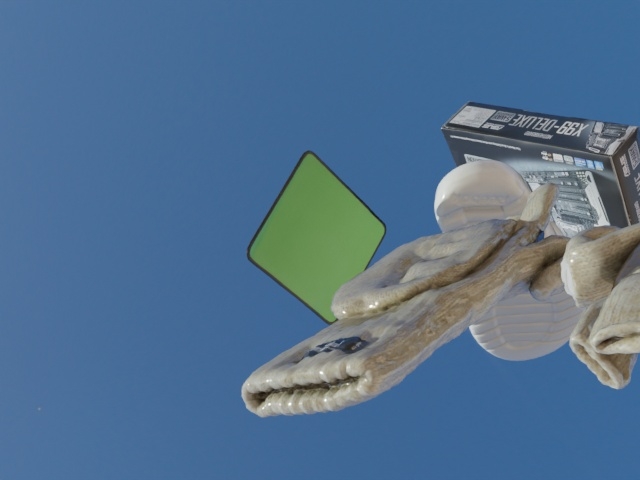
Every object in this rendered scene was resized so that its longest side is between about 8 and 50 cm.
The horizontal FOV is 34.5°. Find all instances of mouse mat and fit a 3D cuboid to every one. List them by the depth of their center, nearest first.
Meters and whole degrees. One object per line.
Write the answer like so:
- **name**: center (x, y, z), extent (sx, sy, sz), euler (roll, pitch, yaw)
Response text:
- **mouse mat**: center (0.000, 0.000, 1.253), extent (0.189, 0.007, 0.153), euler (43, -108, -42)

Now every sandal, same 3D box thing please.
- **sandal**: center (0.268, 0.022, 1.416), extent (0.169, 0.416, 0.102), euler (-10, -132, 14)

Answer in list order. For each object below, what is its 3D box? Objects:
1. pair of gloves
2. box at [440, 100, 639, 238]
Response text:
- **pair of gloves**: center (0.107, 0.013, 0.433), extent (0.204, 0.240, 0.042), euler (-39, -72, -56)
- **box**: center (0.349, -0.075, 1.540), extent (0.076, 0.307, 0.242), euler (-44, -52, -25)
